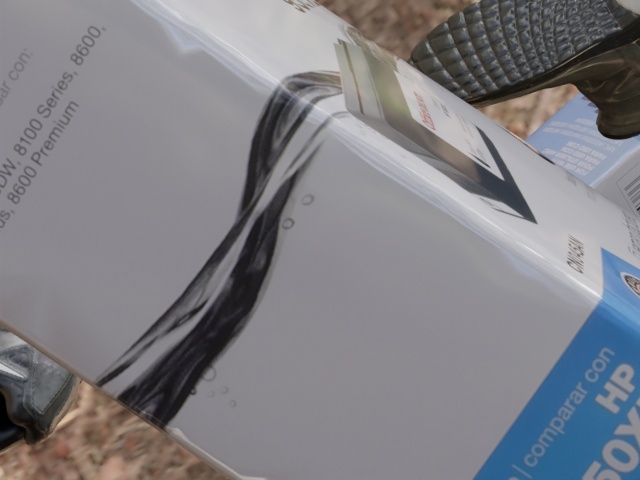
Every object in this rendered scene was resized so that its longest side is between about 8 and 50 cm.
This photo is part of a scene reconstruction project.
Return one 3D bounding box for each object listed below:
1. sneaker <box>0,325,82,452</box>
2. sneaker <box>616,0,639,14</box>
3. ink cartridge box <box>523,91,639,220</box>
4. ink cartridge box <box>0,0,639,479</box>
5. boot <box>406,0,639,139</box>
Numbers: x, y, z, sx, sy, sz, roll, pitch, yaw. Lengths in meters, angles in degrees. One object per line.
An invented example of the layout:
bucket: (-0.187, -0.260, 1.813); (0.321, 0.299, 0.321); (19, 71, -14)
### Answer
sneaker: (-0.301, 0.107, 1.417); (0.097, 0.276, 0.135); (66, 29, -45)
sneaker: (0.256, -0.179, 1.137); (0.152, 0.084, 0.058); (0, 28, -14)
ink cartridge box: (0.278, 0.016, 1.607); (0.395, 0.151, 0.270); (-41, 115, -14)
ink cartridge box: (0.000, 0.000, 0.905); (0.395, 0.166, 0.285); (34, 13, -1)
boot: (0.197, -0.118, 1.370); (0.161, 0.246, 0.083); (60, 12, -53)
